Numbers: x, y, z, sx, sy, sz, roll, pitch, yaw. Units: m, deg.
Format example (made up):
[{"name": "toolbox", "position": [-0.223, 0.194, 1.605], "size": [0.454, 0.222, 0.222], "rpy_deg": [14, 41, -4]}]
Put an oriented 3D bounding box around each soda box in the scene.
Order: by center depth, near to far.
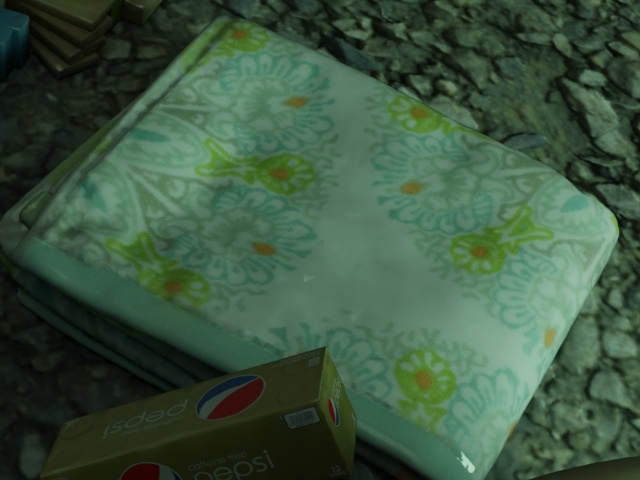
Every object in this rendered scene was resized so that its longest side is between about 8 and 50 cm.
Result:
[{"name": "soda box", "position": [-0.072, 0.125, 0.800], "size": [0.181, 0.058, 0.061], "rpy_deg": [-16, 24, 13]}]

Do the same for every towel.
[{"name": "towel", "position": [0.000, 0.000, 0.966], "size": [0.374, 0.090, 0.320], "rpy_deg": [29, 51, 12]}]

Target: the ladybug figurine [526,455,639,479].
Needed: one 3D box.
[{"name": "ladybug figurine", "position": [0.158, 0.255, 0.691], "size": [0.449, 0.162, 0.305], "rpy_deg": [2, 92, -16]}]

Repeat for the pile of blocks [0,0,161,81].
[{"name": "pile of blocks", "position": [-0.261, -0.208, 1.067], "size": [0.362, 0.113, 0.149], "rpy_deg": [-31, 63, -32]}]
